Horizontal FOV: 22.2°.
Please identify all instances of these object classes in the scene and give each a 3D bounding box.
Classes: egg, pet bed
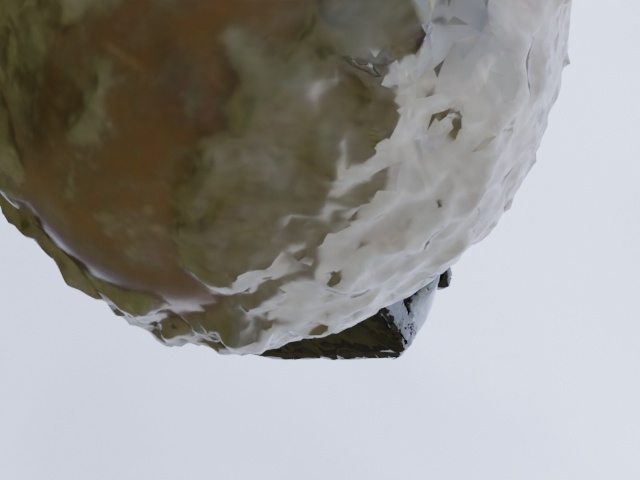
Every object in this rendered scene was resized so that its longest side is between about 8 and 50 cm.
[{"bbox_3d":[-0.020,-0.103,0.685,0.279,0.279,0.310,20,-90,49],"label":"egg"},{"bbox_3d":[0.000,0.000,1.449,0.210,0.159,0.183,-5,-47,34],"label":"pet bed"}]
